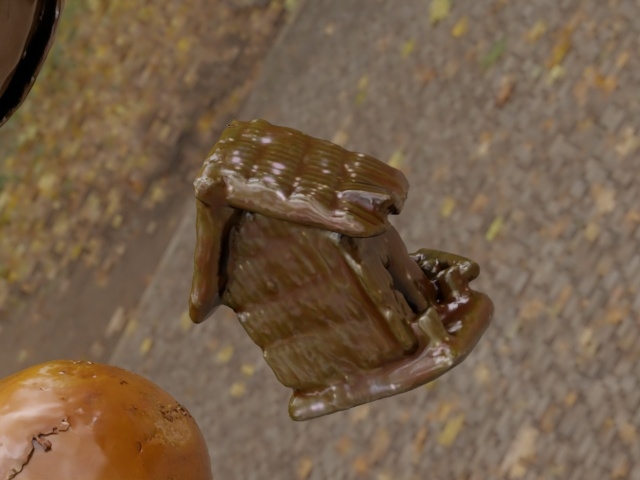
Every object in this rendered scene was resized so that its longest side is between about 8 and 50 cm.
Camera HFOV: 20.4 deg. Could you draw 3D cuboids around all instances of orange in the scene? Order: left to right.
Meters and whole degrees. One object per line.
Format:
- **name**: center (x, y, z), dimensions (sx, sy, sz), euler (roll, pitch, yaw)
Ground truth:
- **orange**: center (-0.206, 0.217, 1.492), dimensions (0.240, 0.240, 0.240), euler (-51, 21, 28)

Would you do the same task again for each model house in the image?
- **model house**: center (0.001, 0.001, 1.341), dimensions (0.219, 0.229, 0.199), euler (-24, 19, 32)

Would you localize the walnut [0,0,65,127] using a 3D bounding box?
- **walnut**: center (-0.136, -0.089, 0.458), dimensions (0.137, 0.137, 0.245), euler (-57, 36, 14)
